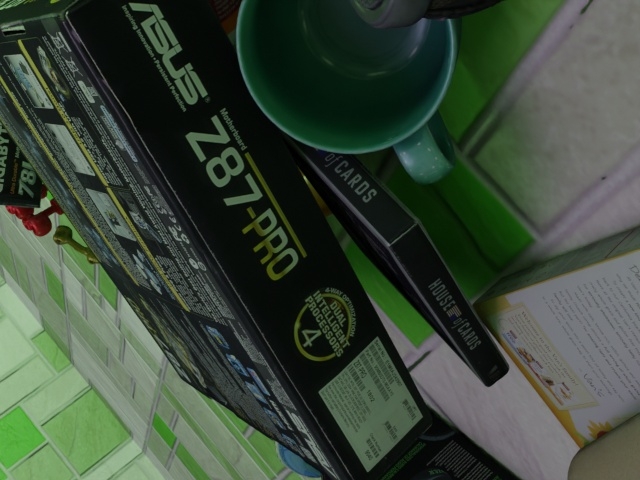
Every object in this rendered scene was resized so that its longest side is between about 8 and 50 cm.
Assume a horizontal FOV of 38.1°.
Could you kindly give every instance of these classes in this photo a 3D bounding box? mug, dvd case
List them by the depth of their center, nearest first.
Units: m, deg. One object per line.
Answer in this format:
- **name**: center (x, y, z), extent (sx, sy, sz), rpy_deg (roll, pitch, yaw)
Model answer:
- **mug**: center (0.022, -0.119, 0.574), extent (0.130, 0.097, 0.157), rpy_deg (3, 118, 9)
- **dvd case**: center (0.049, 0.000, 0.685), extent (0.179, 0.030, 0.238), rpy_deg (49, 179, 38)

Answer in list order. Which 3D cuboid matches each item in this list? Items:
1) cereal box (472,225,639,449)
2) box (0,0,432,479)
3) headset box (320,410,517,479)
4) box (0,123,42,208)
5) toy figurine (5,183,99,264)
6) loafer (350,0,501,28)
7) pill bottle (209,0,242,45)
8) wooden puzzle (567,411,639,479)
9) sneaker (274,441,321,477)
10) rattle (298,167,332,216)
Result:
- **cereal box**: center (0.218, 0.078, 0.598), extent (0.173, 0.047, 0.240), rpy_deg (53, 155, -2)
- **box**: center (-0.112, -0.014, 0.721), extent (0.318, 0.097, 0.394), rpy_deg (11, 137, 55)
- **headset box**: center (0.147, 0.338, 0.975), extent (0.283, 0.131, 0.246), rpy_deg (35, 150, 33)
- **box**: center (-0.357, -0.203, 0.994), extent (0.296, 0.073, 0.293), rpy_deg (22, 102, 54)
- **toy figurine**: center (-0.276, -0.140, 1.024), extent (0.363, 0.191, 0.217), rpy_deg (28, 141, 41)
- **loafer**: center (0.077, -0.234, 0.394), extent (0.109, 0.095, 0.302), rpy_deg (-116, 27, -42)
- **pill bottle**: center (-0.139, -0.247, 0.700), extent (0.121, 0.121, 0.221), rpy_deg (28, 147, 43)
- **wooden puzzle**: center (0.301, 0.229, 0.501), extent (0.348, 0.080, 0.322), rpy_deg (36, 164, 14)
- **sneaker**: center (-0.027, 0.270, 1.277), extent (0.073, 0.063, 0.162), rpy_deg (12, 134, 51)
- **rattle**: center (0.000, 0.000, 0.902), extent (0.199, 0.143, 0.130), rpy_deg (53, -167, -39)
